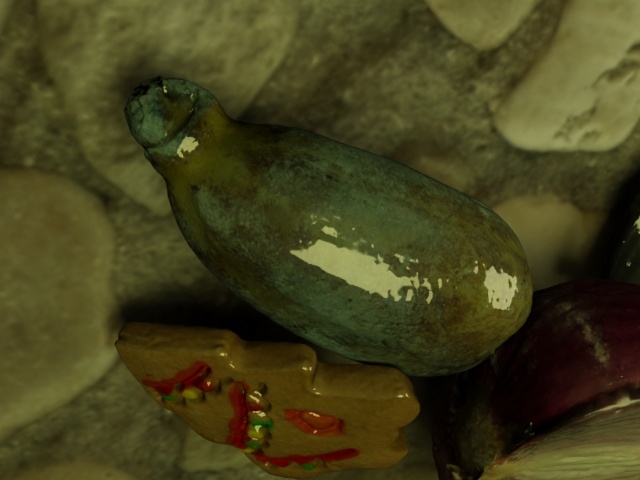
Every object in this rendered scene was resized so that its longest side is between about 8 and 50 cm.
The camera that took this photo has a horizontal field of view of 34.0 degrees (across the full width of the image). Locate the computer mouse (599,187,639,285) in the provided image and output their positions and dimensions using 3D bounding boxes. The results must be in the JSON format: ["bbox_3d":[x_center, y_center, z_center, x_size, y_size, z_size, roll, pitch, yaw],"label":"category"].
[{"bbox_3d":[0.380,0.026,0.932,0.295,0.087,0.168,31,109,-16],"label":"computer mouse"}]

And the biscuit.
[{"bbox_3d":[-0.045,0.123,0.789,0.239,0.041,0.212,25,147,-17],"label":"biscuit"}]

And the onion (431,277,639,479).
[{"bbox_3d":[0.258,0.125,0.875,0.349,0.159,0.267,3,146,-23],"label":"onion"}]

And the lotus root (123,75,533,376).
[{"bbox_3d":[0.000,0.000,0.735,0.322,0.158,0.140,24,87,-21],"label":"lotus root"}]
